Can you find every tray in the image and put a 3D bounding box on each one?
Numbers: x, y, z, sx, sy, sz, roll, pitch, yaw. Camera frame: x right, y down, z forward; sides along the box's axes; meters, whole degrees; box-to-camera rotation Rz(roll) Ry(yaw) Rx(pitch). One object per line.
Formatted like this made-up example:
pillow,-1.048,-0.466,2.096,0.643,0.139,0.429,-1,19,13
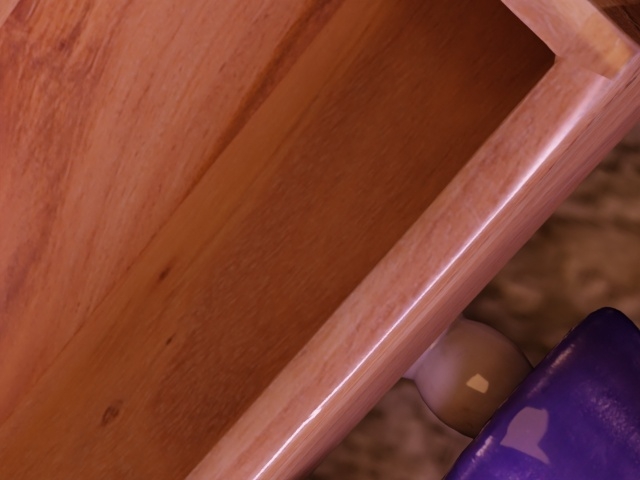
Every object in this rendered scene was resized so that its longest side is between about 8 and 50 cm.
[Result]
tray,-0.112,0.028,0.526,0.203,0.076,0.411,46,114,12

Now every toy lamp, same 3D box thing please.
toy lamp,0.000,0.000,0.550,0.275,0.080,0.080,40,97,11
